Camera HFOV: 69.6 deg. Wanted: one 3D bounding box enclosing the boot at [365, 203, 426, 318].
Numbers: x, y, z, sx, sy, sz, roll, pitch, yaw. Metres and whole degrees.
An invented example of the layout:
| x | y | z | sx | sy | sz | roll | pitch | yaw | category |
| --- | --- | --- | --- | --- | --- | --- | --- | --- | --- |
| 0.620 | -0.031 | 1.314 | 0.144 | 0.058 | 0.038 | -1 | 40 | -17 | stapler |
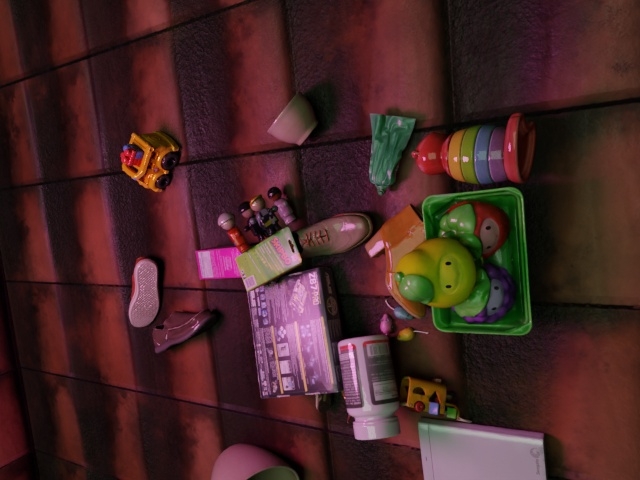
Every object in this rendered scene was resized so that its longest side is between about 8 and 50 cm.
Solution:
| x | y | z | sx | sy | sz | roll | pitch | yaw | category |
| --- | --- | --- | --- | --- | --- | --- | --- | --- | --- |
| 0.278 | 0.058 | 1.338 | 0.211 | 0.104 | 0.295 | -41 | 74 | 28 | boot |

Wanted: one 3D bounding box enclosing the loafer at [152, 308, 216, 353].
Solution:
| x | y | z | sx | sy | sz | roll | pitch | yaw | category |
| --- | --- | --- | --- | --- | --- | --- | --- | --- | --- |
| -0.566 | 0.344 | 1.839 | 0.365 | 0.133 | 0.130 | -29 | 84 | 30 | loafer |

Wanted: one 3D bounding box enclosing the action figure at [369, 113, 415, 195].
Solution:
| x | y | z | sx | sy | sz | roll | pitch | yaw | category |
| --- | --- | --- | --- | --- | --- | --- | --- | --- | --- |
| 0.195 | -0.247 | 1.356 | 0.137 | 0.063 | 0.232 | 14 | 101 | 25 | action figure |

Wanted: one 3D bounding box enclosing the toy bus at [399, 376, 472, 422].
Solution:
| x | y | z | sx | sy | sz | roll | pitch | yaw | category |
| --- | --- | --- | --- | --- | --- | --- | --- | --- | --- |
| 0.335 | 0.465 | 1.371 | 0.190 | 0.202 | 0.104 | -3 | 67 | 36 | toy bus |

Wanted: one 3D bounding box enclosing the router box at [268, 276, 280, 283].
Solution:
| x | y | z | sx | sy | sz | roll | pitch | yaw | category |
| --- | --- | --- | --- | --- | --- | --- | --- | --- | --- |
| -0.182 | 0.100 | 1.578 | 0.122 | 0.092 | 0.038 | -1 | 141 | 42 | router box |

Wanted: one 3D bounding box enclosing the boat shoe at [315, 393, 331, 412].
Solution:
| x | y | z | sx | sy | sz | roll | pitch | yaw | category |
| --- | --- | --- | --- | --- | --- | --- | --- | --- | --- |
| 0.009 | 0.495 | 1.582 | 0.072 | 0.068 | 0.190 | -127 | 47 | -60 | boat shoe |

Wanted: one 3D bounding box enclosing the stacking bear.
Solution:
| x | y | z | sx | sy | sz | roll | pitch | yaw | category |
| --- | --- | --- | --- | --- | --- | --- | --- | --- | --- |
| 0.387 | -0.229 | 1.207 | 0.289 | 0.175 | 0.164 | 6 | 94 | 38 | stacking bear |

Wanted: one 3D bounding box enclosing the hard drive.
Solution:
| x | y | z | sx | sy | sz | roll | pitch | yaw | category |
| --- | --- | --- | --- | --- | --- | --- | --- | --- | --- |
| 0.476 | 0.663 | 1.363 | 0.353 | 0.047 | 0.233 | -4 | 97 | 29 | hard drive |

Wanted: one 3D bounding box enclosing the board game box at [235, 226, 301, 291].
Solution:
| x | y | z | sx | sy | sz | roll | pitch | yaw | category |
| --- | --- | --- | --- | --- | --- | --- | --- | --- | --- |
| -0.165 | 0.062 | 1.483 | 0.259 | 0.039 | 0.124 | -30 | 77 | 35 | board game box |

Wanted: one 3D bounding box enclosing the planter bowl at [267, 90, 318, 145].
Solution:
| x | y | z | sx | sy | sz | roll | pitch | yaw | category |
| --- | --- | --- | --- | --- | --- | --- | --- | --- | --- |
| -0.076 | -0.369 | 1.447 | 0.109 | 0.162 | 0.162 | 39 | 118 | -12 | planter bowl |

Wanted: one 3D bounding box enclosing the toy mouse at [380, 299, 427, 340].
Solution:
| x | y | z | sx | sy | sz | roll | pitch | yaw | category |
| --- | --- | --- | --- | --- | --- | --- | --- | --- | --- |
| 0.233 | 0.252 | 1.437 | 0.161 | 0.031 | 0.143 | -28 | 85 | 30 | toy mouse |

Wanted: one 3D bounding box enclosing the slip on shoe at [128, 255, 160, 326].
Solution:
| x | y | z | sx | sy | sz | roll | pitch | yaw | category |
| --- | --- | --- | --- | --- | --- | --- | --- | --- | --- |
| -0.746 | 0.217 | 1.945 | 0.101 | 0.123 | 0.331 | 41 | 126 | 53 | slip on shoe |

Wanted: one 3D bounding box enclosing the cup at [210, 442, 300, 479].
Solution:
| x | y | z | sx | sy | sz | roll | pitch | yaw | category |
| --- | --- | --- | --- | --- | --- | --- | --- | --- | --- |
| -0.276 | 0.897 | 1.697 | 0.237 | 0.331 | 0.331 | 28 | 113 | 50 | cup |

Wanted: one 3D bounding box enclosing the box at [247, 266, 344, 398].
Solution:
| x | y | z | sx | sy | sz | roll | pitch | yaw | category |
| --- | --- | --- | --- | --- | --- | --- | --- | --- | --- |
| -0.083 | 0.312 | 1.542 | 0.318 | 0.097 | 0.395 | -18 | 76 | 32 | box |

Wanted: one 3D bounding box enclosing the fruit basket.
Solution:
| x | y | z | sx | sy | sz | roll | pitch | yaw | category |
| --- | --- | --- | --- | --- | --- | --- | --- | --- | --- |
| 0.361 | 0.062 | 1.144 | 0.282 | 0.392 | 0.392 | -4 | 97 | 30 | fruit basket |

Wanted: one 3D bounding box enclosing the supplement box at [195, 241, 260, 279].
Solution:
| x | y | z | sx | sy | sz | roll | pitch | yaw | category |
| --- | --- | --- | --- | --- | --- | --- | --- | --- | --- |
| -0.332 | 0.074 | 1.676 | 0.220 | 0.111 | 0.114 | -4 | 96 | 30 | supplement box |

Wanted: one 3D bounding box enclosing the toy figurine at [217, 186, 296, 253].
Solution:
| x | y | z | sx | sy | sz | roll | pitch | yaw | category |
| --- | --- | --- | --- | --- | --- | --- | --- | --- | --- |
| -0.207 | -0.078 | 1.522 | 0.209 | 0.213 | 0.148 | -30 | 95 | 30 | toy figurine |

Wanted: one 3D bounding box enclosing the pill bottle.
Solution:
| x | y | z | sx | sy | sz | roll | pitch | yaw | category |
| --- | --- | --- | --- | --- | --- | --- | --- | --- | --- |
| 0.148 | 0.437 | 1.383 | 0.161 | 0.161 | 0.283 | -18 | 70 | 30 | pill bottle |

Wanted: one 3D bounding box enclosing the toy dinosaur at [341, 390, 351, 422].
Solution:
| x | y | z | sx | sy | sz | roll | pitch | yaw | category |
| --- | --- | --- | --- | --- | --- | --- | --- | --- | --- |
| 0.097 | 0.510 | 1.501 | 0.064 | 0.112 | 0.212 | -52 | 35 | 33 | toy dinosaur |

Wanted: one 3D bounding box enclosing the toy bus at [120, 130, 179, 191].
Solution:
| x | y | z | sx | sy | sz | roll | pitch | yaw | category |
| --- | --- | --- | --- | --- | --- | --- | --- | --- | --- |
| -0.675 | -0.297 | 1.749 | 0.149 | 0.211 | 0.220 | 37 | 116 | 17 | toy bus |

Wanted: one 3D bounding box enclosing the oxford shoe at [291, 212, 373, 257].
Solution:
| x | y | z | sx | sy | sz | roll | pitch | yaw | category |
| --- | --- | --- | --- | --- | --- | --- | --- | --- | --- |
| 0.000 | 0.000 | 1.467 | 0.348 | 0.130 | 0.123 | -19 | 89 | 30 | oxford shoe |
